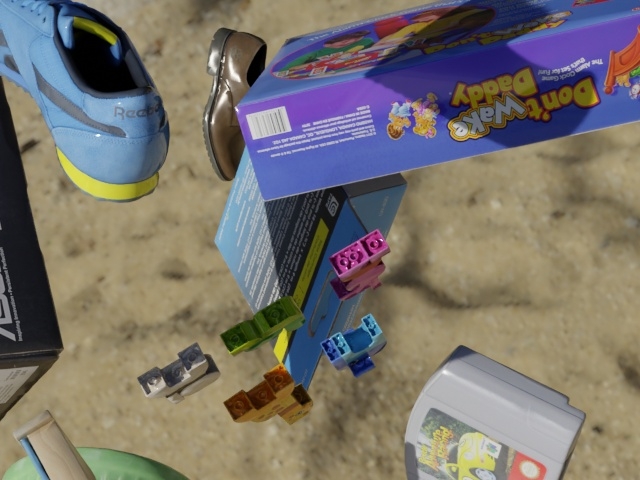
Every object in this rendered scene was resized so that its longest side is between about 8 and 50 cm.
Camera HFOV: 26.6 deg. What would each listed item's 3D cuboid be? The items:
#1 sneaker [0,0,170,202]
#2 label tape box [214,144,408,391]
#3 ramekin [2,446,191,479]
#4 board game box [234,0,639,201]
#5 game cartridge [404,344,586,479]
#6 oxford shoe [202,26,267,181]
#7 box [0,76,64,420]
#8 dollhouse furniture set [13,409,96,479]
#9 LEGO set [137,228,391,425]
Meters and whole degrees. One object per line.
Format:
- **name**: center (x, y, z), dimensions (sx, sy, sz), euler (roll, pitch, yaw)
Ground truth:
- **sneaker**: center (-0.144, -0.114, 0.770), dimensions (0.069, 0.082, 0.209), euler (-16, 49, -31)
- **label tape box**: center (0.000, 0.000, 1.585), dimensions (0.106, 0.240, 0.333), euler (4, 33, -27)
- **ramekin**: center (-0.316, 0.432, 1.928), dimensions (0.303, 0.303, 0.148), euler (-18, 46, 27)
- **board game box**: center (0.128, -0.138, 1.065), dimensions (0.347, 0.078, 0.233), euler (-12, 19, 13)
- **game cartridge**: center (0.199, 0.256, 1.643), dimensions (0.196, 0.294, 0.060), euler (29, 52, 19)
- **oxford shoe**: center (-0.116, -0.191, 1.988), dimensions (0.096, 0.227, 0.083), euler (13, 22, 22)
- **box**: center (-0.335, 0.018, 1.087), dimensions (0.097, 0.318, 0.395), euler (-2, -23, -31)
- **dollhouse furniture set**: center (-0.352, 0.395, 1.509), dimensions (0.303, 0.286, 0.198), euler (-32, 47, -10)
- **LEGO set**: center (-0.022, 0.098, 1.111), dimensions (0.227, 0.093, 0.087), euler (-31, 67, 0)
